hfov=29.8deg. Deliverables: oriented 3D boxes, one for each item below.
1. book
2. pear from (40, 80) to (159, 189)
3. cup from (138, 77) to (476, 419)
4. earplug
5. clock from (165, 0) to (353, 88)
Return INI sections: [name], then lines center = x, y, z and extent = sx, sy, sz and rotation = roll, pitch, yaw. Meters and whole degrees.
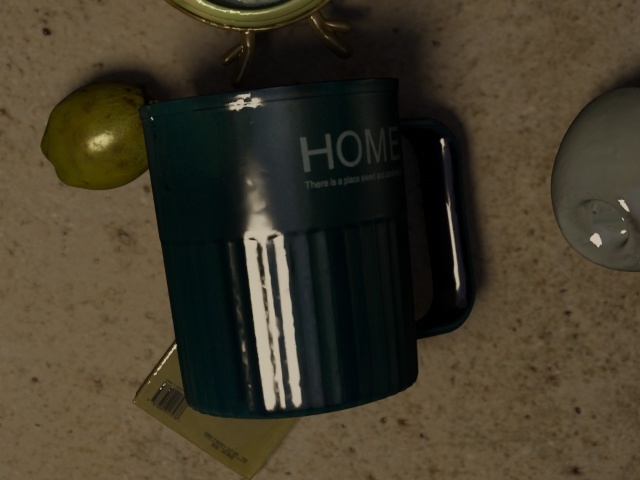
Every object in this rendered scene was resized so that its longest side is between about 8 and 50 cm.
[book]
center = -0.073, 0.124, 1.284
extent = 0.161, 0.026, 0.231
rotation = 36, 100, -6
[pear]
center = -0.215, -0.106, 1.202
extent = 0.131, 0.107, 0.107
rotation = -31, 99, 9
[cup]
center = -0.018, 0.001, 1.157
extent = 0.242, 0.308, 0.292
rotation = -4, 94, 29
[earplug]
center = 0.375, -0.088, 1.154
extent = 0.326, 0.175, 0.214
rotation = -28, 102, 6
[clock]
center = -0.067, -0.310, 1.158
extent = 0.235, 0.096, 0.308
rotation = -14, 101, 3
